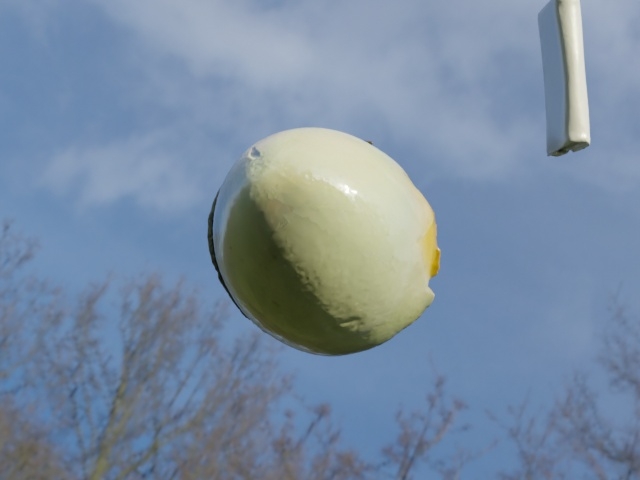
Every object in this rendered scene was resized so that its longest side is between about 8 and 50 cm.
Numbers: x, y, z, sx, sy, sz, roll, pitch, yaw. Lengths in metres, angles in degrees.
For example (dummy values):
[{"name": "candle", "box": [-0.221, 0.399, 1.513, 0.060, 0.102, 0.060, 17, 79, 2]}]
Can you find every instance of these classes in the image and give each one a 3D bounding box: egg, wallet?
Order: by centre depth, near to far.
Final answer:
[{"name": "wallet", "box": [0.195, -0.131, 1.052, 0.025, 0.122, 0.061, -1, -7, -14]}, {"name": "egg", "box": [-0.004, 0.002, 1.523, 0.264, 0.174, 0.286, -37, -94, 5]}]
